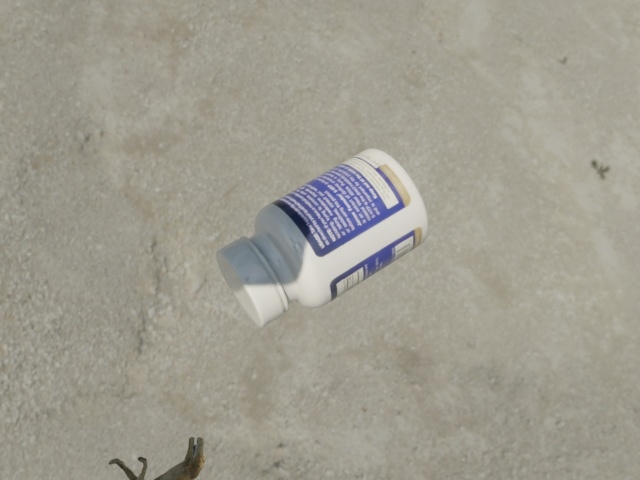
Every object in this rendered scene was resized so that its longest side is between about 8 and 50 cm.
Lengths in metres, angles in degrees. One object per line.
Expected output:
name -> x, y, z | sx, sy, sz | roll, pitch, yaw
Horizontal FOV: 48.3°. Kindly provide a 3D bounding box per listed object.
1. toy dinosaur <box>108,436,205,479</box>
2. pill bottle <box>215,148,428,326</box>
toy dinosaur -> -0.169, 0.260, 0.658 | 0.093, 0.183, 0.053 | 24, 12, -11
pill bottle -> 0.000, 0.000, 0.689 | 0.187, 0.112, 0.112 | -30, 59, -17
